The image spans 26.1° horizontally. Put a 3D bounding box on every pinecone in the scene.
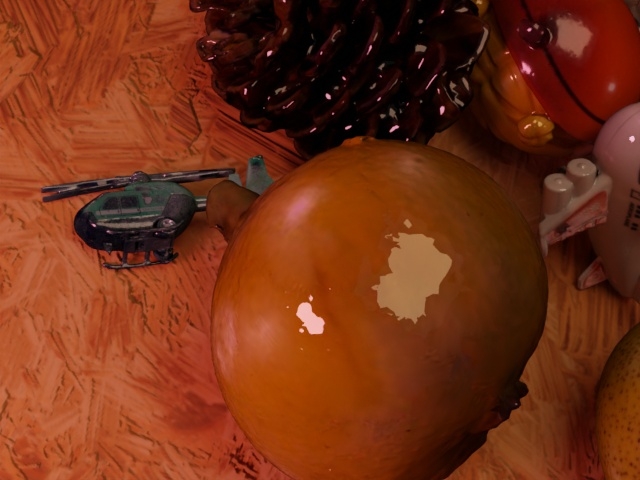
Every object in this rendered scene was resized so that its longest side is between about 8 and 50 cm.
[{"bbox_3d":[0.013,-0.232,1.425,0.296,0.242,0.298,11,67,-21],"label":"pinecone"}]

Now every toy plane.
[{"bbox_3d":[-0.151,-0.031,1.358,0.235,0.060,0.096,-7,55,-18],"label":"toy plane"},{"bbox_3d":[0.343,-0.037,1.488,0.252,0.252,0.118,-1,35,-25],"label":"toy plane"}]

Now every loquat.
[{"bbox_3d":[0.037,0.053,1.256,0.359,0.328,0.328,38,54,20],"label":"loquat"}]

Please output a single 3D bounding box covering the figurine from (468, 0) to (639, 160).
[{"bbox_3d":[0.287,-0.208,1.563,0.323,0.196,0.320,-15,72,-40],"label":"figurine"}]

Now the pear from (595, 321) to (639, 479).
[{"bbox_3d":[0.412,0.196,1.373,0.294,0.294,0.294,10,61,-19],"label":"pear"}]
